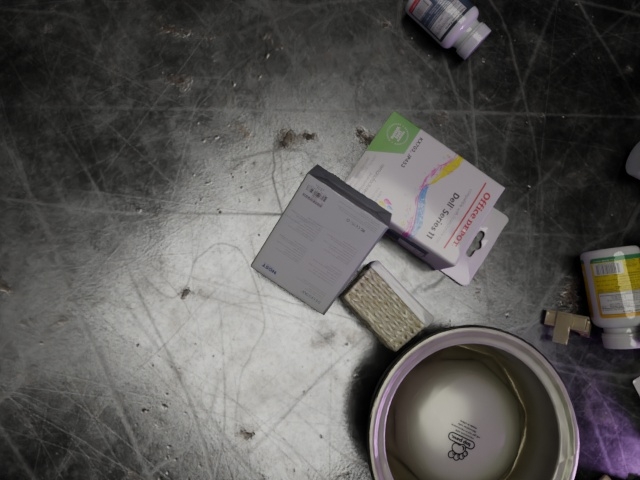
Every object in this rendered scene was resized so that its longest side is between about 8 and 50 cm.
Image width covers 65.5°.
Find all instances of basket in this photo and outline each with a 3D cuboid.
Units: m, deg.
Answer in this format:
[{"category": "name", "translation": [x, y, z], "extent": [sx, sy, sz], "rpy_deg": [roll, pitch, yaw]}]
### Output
[{"category": "basket", "translation": [0.128, 0.135, 1.015], "extent": [0.103, 0.113, 0.167], "rpy_deg": [-44, 88, -7]}]

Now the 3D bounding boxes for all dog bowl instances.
[{"category": "dog bowl", "translation": [0.277, 0.370, 0.981], "extent": [0.407, 0.150, 0.408], "rpy_deg": [1, 83, -6]}]

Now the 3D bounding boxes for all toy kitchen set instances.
[{"category": "toy kitchen set", "translation": [0.539, 0.199, 1.089], "extent": [0.083, 0.075, 0.068], "rpy_deg": [8, 75, 36]}]

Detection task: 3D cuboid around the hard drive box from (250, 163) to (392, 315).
[{"category": "hard drive box", "translation": [0.000, 0.000, 0.976], "extent": [0.181, 0.089, 0.232], "rpy_deg": [34, 113, -1]}]

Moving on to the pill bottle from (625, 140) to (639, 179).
[{"category": "pill bottle", "translation": [0.820, -0.147, 1.111], "extent": [0.229, 0.131, 0.131], "rpy_deg": [24, 81, -2]}]

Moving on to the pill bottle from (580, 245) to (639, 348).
[{"category": "pill bottle", "translation": [0.636, 0.121, 1.064], "extent": [0.117, 0.117, 0.209], "rpy_deg": [-6, 83, -6]}]

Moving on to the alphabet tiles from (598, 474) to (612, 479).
[{"category": "alphabet tiles", "translation": [0.566, 0.636, 0.936], "extent": [0.342, 0.011, 0.285], "rpy_deg": [-40, 83, -11]}]

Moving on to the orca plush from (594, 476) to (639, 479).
[{"category": "orca plush", "translation": [0.697, 0.602, 1.014], "extent": [0.151, 0.102, 0.287], "rpy_deg": [-37, 88, -9]}]

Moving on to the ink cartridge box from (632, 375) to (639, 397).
[{"category": "ink cartridge box", "translation": [0.776, 0.367, 1.074], "extent": [0.104, 0.061, 0.181], "rpy_deg": [-26, 85, -9]}]

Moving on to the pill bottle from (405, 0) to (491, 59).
[{"category": "pill bottle", "translation": [0.289, -0.499, 1.117], "extent": [0.180, 0.108, 0.108], "rpy_deg": [44, 81, 0]}]

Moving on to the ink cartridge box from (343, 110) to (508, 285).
[{"category": "ink cartridge box", "translation": [0.233, -0.079, 1.049], "extent": [0.353, 0.119, 0.207], "rpy_deg": [34, 81, 0]}]
